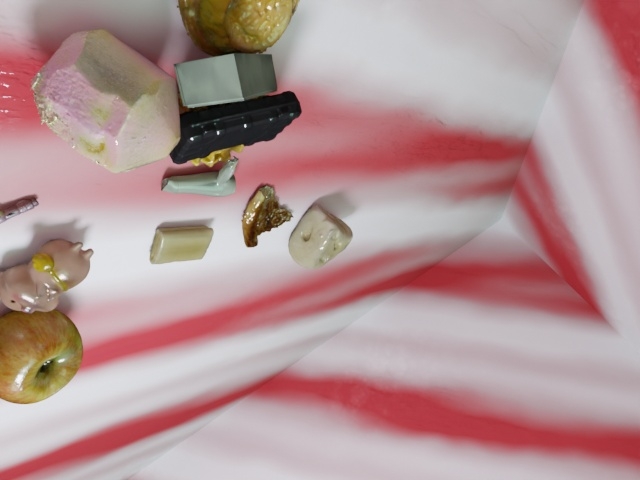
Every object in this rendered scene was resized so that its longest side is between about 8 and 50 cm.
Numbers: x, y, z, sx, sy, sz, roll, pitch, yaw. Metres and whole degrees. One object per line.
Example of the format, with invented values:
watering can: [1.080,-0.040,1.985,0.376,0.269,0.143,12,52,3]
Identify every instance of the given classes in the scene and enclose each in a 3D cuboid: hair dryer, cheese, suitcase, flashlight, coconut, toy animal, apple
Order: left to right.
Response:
flashlight: [-0.705,-0.069,1.060,0.110,0.052,0.031,-32,117,-24]
apple: [-0.815,0.311,1.299,0.264,0.264,0.264,-28,152,-17]
toy animal: [-0.702,0.087,1.188,0.248,0.149,0.165,-29,136,0]
coconut: [-0.381,-0.245,0.877,0.233,0.245,0.233,-52,-176,6]
hair dryer: [-0.294,-0.178,1.247,0.206,0.075,0.237,-6,170,-38]
suitcase: [-0.203,-0.262,1.081,0.285,0.066,0.206,-22,-177,-27]
cheese: [0.001,0.002,1.861,0.248,0.174,0.251,-48,156,18]

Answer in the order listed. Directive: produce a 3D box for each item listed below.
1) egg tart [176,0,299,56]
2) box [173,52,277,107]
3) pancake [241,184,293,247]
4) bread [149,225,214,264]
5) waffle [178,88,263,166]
egg tart: [-0.152,-0.493,0.973,0.288,0.118,0.288,-32,153,-19]
box: [-0.189,-0.341,0.979,0.225,0.129,0.086,-60,144,-65]
pancake: [-0.176,-0.080,1.640,0.244,0.057,0.266,-8,140,-45]
bread: [-0.441,0.012,1.465,0.178,0.060,0.139,-5,138,-46]
waffle: [-0.262,-0.304,1.183,0.309,0.065,0.283,-41,153,5]
